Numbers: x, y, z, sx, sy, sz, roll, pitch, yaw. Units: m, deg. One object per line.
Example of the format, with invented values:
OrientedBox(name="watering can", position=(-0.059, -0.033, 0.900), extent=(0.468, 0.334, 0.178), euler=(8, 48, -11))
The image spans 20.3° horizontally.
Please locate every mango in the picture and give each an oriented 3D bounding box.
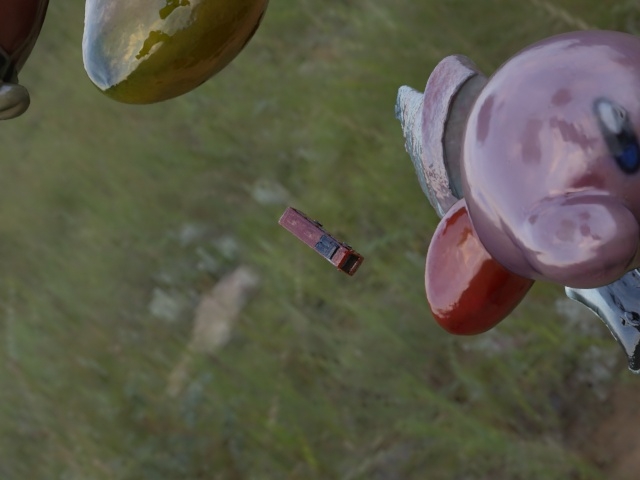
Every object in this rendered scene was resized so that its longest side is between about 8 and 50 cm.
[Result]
OrientedBox(name="mango", position=(-0.131, -0.228, 1.657), extent=(0.176, 0.139, 0.254), euler=(-18, 44, 17))

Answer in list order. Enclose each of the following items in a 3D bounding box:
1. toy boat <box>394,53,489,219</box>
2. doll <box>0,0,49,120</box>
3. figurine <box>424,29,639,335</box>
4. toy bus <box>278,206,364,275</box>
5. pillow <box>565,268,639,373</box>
OrientedBox(name="toy boat", position=(0.137, -0.126, 2.149), extent=(0.282, 0.096, 0.206), euler=(-151, 59, -69))
OrientedBox(name="doll", position=(-0.225, -0.199, 1.178), extent=(0.330, 0.174, 0.235), euler=(-61, -18, -11))
OrientedBox(name="figurine", position=(0.216, -0.065, 1.500), extent=(0.270, 0.211, 0.261), euler=(-19, -5, -18))
OrientedBox(name="toy bus", position=(0.000, 0.000, 2.121), extent=(0.110, 0.043, 0.031), euler=(36, 94, 30))
OrientedBox(name="pillow", position=(0.306, 0.059, 1.797), extent=(0.055, 0.091, 0.135), euler=(-19, 50, -21))
